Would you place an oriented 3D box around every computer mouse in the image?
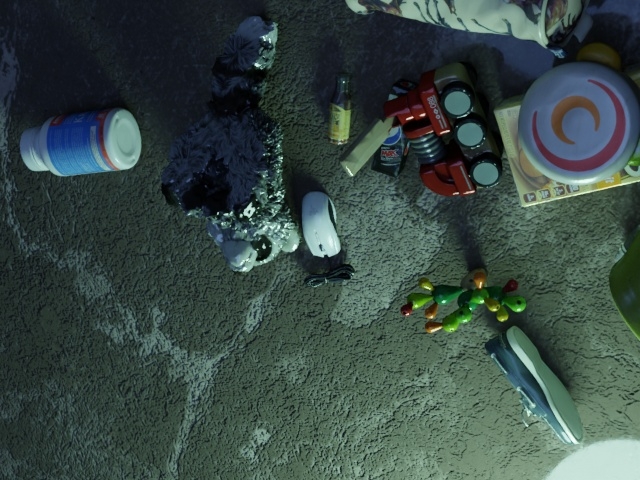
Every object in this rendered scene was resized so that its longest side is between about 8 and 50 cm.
[{"bbox_3d":[0.000,0.000,2.149,0.106,0.042,0.193,-5,110,23],"label":"computer mouse"}]

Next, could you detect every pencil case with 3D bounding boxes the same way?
[{"bbox_3d":[0.228,-0.408,1.767,0.410,0.160,0.183,19,155,33],"label":"pencil case"}]

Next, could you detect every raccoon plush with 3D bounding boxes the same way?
[{"bbox_3d":[-0.102,-0.156,2.087,0.216,0.299,0.446,26,87,25],"label":"raccoon plush"}]

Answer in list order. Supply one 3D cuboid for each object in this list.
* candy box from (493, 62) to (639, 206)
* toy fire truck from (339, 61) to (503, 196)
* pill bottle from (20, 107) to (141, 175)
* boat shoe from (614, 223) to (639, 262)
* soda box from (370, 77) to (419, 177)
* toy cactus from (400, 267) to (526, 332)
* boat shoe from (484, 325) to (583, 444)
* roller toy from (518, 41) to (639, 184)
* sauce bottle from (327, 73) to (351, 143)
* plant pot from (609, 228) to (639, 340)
[{"bbox_3d":[0.472,-0.185,1.869,0.316,0.087,0.183,-13,106,25],"label":"candy box"},{"bbox_3d":[0.175,-0.164,1.918,0.246,0.158,0.217,-16,118,20],"label":"toy fire truck"},{"bbox_3d":[-0.481,-0.193,2.199,0.221,0.124,0.124,-5,110,21],"label":"pill bottle"},{"bbox_3d":[0.662,0.073,1.905,0.301,0.108,0.102,35,121,11],"label":"boat shoe"},{"bbox_3d":[0.140,-0.203,2.000,0.053,0.060,0.169,19,117,12],"label":"soda box"},{"bbox_3d":[0.265,0.092,2.010,0.219,0.180,0.112,-11,108,23],"label":"toy cactus"},{"bbox_3d":[0.404,0.284,2.091,0.079,0.095,0.254,-33,96,27],"label":"boat shoe"},{"bbox_3d":[0.417,-0.190,1.755,0.191,0.146,0.209,-29,86,24],"label":"roller toy"},{"bbox_3d":[0.036,-0.242,2.034,0.042,0.042,0.128,10,113,16],"label":"sauce bottle"},{"bbox_3d":[0.641,0.018,1.682,0.366,0.366,0.353,40,125,0],"label":"plant pot"}]
